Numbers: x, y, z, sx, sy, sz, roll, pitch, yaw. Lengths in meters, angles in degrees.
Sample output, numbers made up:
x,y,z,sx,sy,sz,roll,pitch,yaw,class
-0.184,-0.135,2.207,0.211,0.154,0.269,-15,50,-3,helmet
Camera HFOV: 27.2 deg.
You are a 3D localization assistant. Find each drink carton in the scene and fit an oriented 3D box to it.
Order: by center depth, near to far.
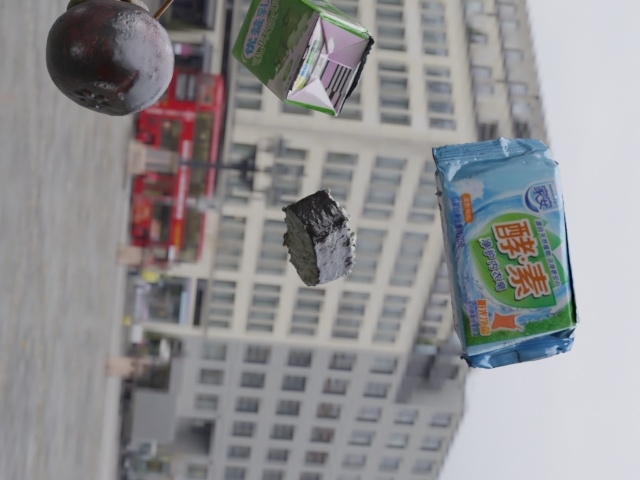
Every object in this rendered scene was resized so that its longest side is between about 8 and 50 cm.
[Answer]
x,y,z,sx,sy,sz,roll,pitch,yaw,class
-0.034,-0.315,2.155,0.161,0.108,0.271,-65,-149,15,drink carton

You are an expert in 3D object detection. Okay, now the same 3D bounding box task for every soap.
x,y,z,sx,sy,sz,roll,pitch,yaw,class
0.230,0.017,1.636,0.077,0.156,0.293,-103,-179,-68,soap

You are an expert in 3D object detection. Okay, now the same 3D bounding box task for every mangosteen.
x,y,z,sx,sy,sz,roll,pitch,yaw,class
-0.240,-0.220,1.520,0.152,0.153,0.152,-175,-90,-84,mangosteen

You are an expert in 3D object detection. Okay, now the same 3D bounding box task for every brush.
x,y,z,sx,sy,sz,roll,pitch,yaw,class
-0.248,-0.386,2.147,0.314,0.017,0.090,-42,-162,33,brush

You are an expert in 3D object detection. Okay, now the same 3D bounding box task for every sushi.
x,y,z,sx,sy,sz,roll,pitch,yaw,class
0.000,0.000,1.812,0.090,0.078,0.150,47,-24,35,sushi
